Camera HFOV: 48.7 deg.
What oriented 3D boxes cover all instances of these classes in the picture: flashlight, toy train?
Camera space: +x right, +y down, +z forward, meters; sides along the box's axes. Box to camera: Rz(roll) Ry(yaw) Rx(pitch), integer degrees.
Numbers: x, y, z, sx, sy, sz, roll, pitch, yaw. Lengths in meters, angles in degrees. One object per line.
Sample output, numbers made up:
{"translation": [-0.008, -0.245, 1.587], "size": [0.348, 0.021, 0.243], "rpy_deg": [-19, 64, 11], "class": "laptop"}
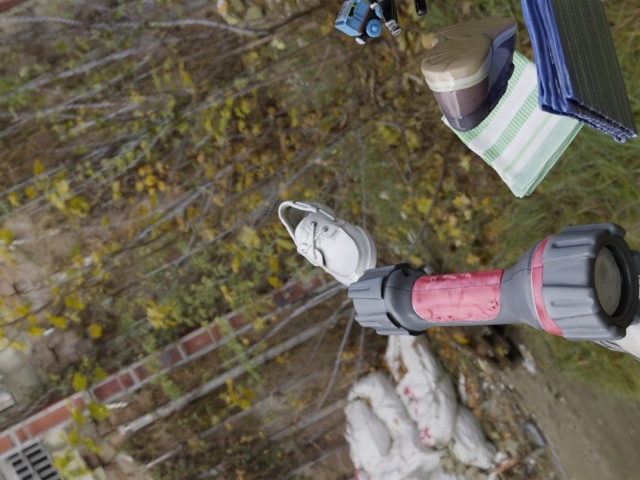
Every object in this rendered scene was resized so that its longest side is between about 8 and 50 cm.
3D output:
{"translation": [0.153, 0.050, 0.702], "size": [0.304, 0.103, 0.103], "rpy_deg": [-9, 105, 48], "class": "flashlight"}
{"translation": [0.113, -0.570, 1.699], "size": [0.105, 0.184, 0.080], "rpy_deg": [22, -176, -27], "class": "toy train"}

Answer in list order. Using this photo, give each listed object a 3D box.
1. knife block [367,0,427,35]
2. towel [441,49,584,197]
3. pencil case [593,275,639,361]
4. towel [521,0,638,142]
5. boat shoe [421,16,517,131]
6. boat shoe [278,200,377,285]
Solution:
{"translation": [0.117, -0.496, 1.205], "size": [0.275, 0.088, 0.242], "rpy_deg": [-73, -36, -54], "class": "knife block"}
{"translation": [0.429, -0.283, 1.601], "size": [0.038, 0.247, 0.325], "rpy_deg": [7, -145, -39], "class": "towel"}
{"translation": [0.522, 0.128, 1.128], "size": [0.184, 0.159, 0.410], "rpy_deg": [32, 177, -24], "class": "pencil case"}
{"translation": [0.322, -0.253, 0.896], "size": [0.336, 0.040, 0.243], "rpy_deg": [0, -102, -55], "class": "towel"}
{"translation": [0.192, -0.216, 0.889], "size": [0.285, 0.103, 0.092], "rpy_deg": [-56, -41, -57], "class": "boat shoe"}
{"translation": [0.000, 0.000, 1.188], "size": [0.096, 0.098, 0.277], "rpy_deg": [15, -169, -29], "class": "boat shoe"}
